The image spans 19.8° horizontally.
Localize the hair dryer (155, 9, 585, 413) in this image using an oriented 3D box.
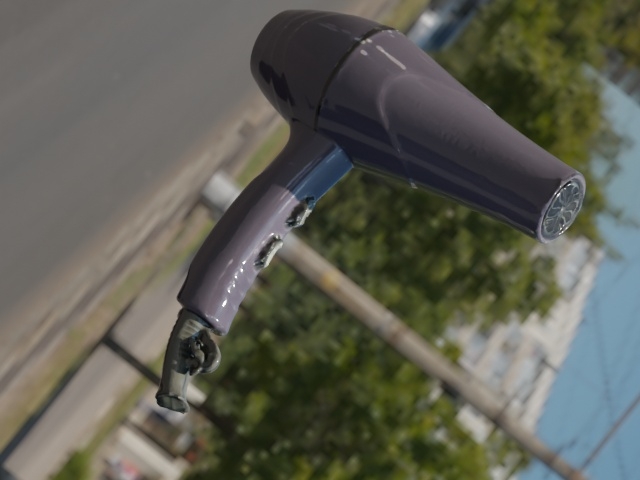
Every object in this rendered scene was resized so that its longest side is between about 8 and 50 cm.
[{"bbox_3d":[0.000,0.000,1.452,0.361,0.301,0.121,-51,151,-10],"label":"hair dryer"}]
